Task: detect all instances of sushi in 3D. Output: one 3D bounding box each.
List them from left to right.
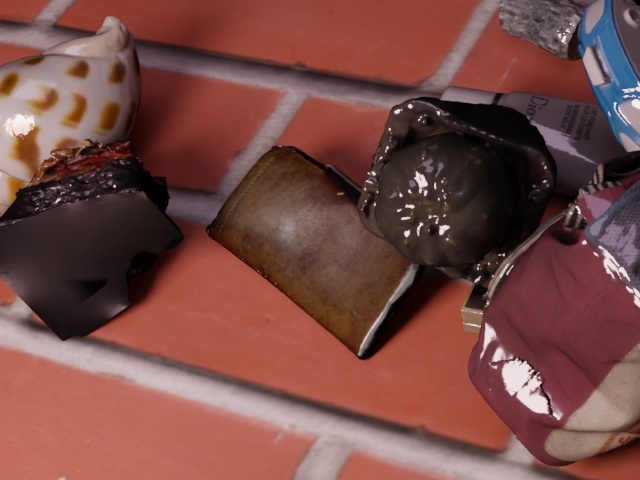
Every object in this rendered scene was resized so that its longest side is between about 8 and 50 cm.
[{"bbox_3d":[-0.236,-0.025,1.585,0.172,0.153,0.150,-35,23,14],"label":"sushi"}]

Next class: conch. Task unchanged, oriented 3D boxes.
[{"bbox_3d":[-0.306,-0.122,1.700,0.275,0.183,0.149,-30,69,11],"label":"conch"}]

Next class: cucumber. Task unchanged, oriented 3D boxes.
[{"bbox_3d":[0.247,-0.242,1.697,0.064,0.064,0.112,-41,49,-22],"label":"cucumber"}]

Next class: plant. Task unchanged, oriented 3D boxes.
[{"bbox_3d":[0.129,-0.048,1.402,0.164,0.142,0.256,27,22,13],"label":"plant"}]

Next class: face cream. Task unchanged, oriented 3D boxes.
[{"bbox_3d":[0.268,-0.088,1.536,0.314,0.089,0.143,13,50,14],"label":"face cream"}]

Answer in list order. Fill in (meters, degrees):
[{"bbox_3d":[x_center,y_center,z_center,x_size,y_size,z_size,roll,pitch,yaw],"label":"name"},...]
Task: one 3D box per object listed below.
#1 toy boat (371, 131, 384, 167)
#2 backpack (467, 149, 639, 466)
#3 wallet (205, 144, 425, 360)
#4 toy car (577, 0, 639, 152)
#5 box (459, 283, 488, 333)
[{"bbox_3d":[0.084,-0.073,1.585,0.084,0.066,0.210,-20,36,16],"label":"toy boat"},{"bbox_3d":[0.294,0.020,1.285,0.317,0.283,0.197,-29,75,-29],"label":"backpack"},{"bbox_3d":[0.000,0.000,1.525,0.255,0.031,0.137,38,94,40],"label":"wallet"},{"bbox_3d":[0.357,-0.144,1.431,0.314,0.166,0.198,-4,61,-31],"label":"toy car"},{"bbox_3d":[0.181,0.055,1.444,0.079,0.035,0.083,9,49,25],"label":"box"}]
